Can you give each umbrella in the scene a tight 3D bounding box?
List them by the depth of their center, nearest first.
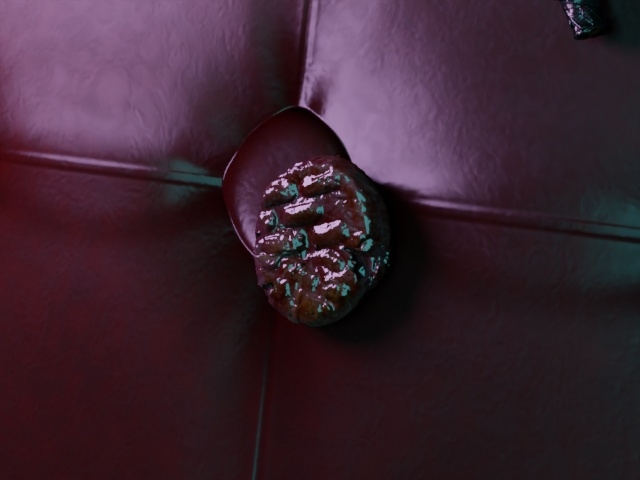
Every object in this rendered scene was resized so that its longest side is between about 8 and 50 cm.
[{"bbox_3d":[0.196,-0.229,1.456,0.037,0.040,0.144,-32,69,42],"label":"umbrella"}]

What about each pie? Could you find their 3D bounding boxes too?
[{"bbox_3d":[0.000,0.000,1.585,0.154,0.036,0.154,0,89,35],"label":"pie"}]
